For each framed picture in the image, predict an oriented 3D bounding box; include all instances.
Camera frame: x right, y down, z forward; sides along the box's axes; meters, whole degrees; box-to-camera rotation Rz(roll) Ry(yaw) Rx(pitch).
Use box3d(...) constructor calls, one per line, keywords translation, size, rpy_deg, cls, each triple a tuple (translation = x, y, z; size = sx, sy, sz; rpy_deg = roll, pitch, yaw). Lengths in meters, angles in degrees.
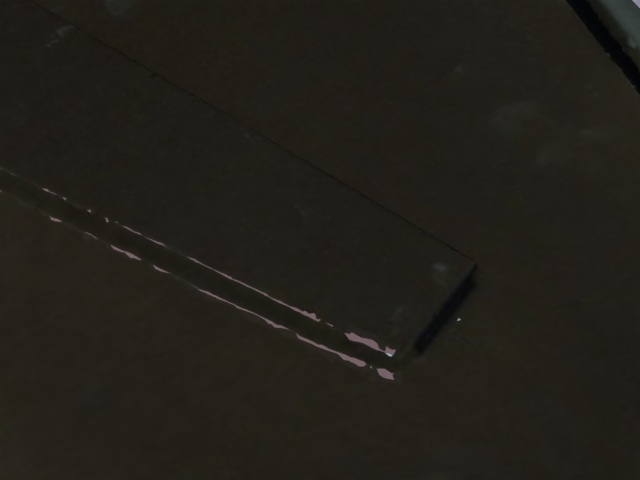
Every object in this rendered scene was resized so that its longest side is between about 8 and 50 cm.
box3d(translation=(0.000, 0.000, 0.472), size=(0.232, 0.024, 0.315), rpy_deg=(-17, 53, -17), cls="framed picture")
